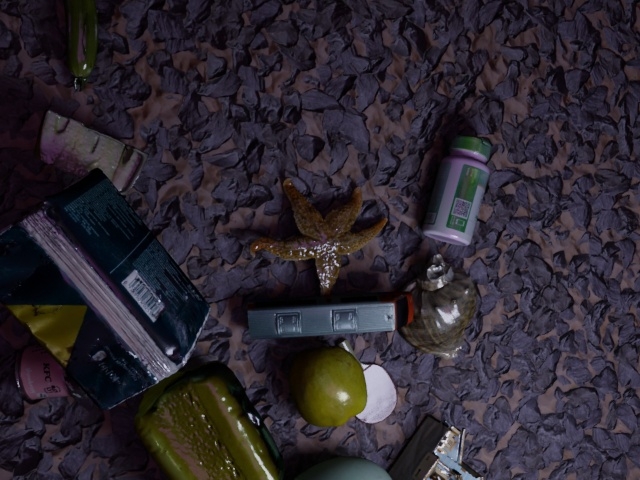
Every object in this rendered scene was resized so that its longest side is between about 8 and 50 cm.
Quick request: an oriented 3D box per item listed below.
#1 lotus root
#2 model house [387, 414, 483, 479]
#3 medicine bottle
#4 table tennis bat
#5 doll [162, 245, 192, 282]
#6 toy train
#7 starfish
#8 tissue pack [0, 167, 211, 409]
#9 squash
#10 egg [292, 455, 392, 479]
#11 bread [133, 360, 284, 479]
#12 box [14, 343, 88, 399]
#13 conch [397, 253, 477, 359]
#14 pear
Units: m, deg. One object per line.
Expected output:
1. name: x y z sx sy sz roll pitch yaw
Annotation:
1. lotus root: -0.514 -0.193 1.330 0.234 0.138 0.119 24 90 -14
2. model house: 0.318 0.618 1.531 0.206 0.178 0.271 41 78 -13
3. medicine bottle: 0.363 -0.133 1.556 0.133 0.133 0.274 16 87 -14
4. table tennis bat: 0.112 0.366 1.554 0.138 0.022 0.247 -30 99 -13
5. doll: -0.398 0.058 1.395 0.103 0.071 0.214 -43 109 10
6. toy train: 0.028 0.183 1.445 0.409 0.089 0.086 -3 107 0
7. starfish: 0.004 0.002 1.486 0.375 0.094 0.327 -1 88 -19
8. tissue pack: -0.455 0.092 1.225 0.253 0.264 0.417 -29 109 15
9. squash: -0.549 -0.504 1.351 0.080 0.071 0.319 -7 92 -13
10. egg: 0.015 0.683 1.396 0.389 0.276 0.276 -43 100 -9
11. bread: -0.245 0.460 1.363 0.251 0.208 0.377 -32 98 -5
12. box: -0.584 0.281 1.312 0.135 0.151 0.151 -8 92 -5
13. conch: 0.310 0.182 1.530 0.210 0.159 0.291 -16 96 -15
14. pear: 0.017 0.351 1.442 0.200 0.200 0.200 0 90 -14
